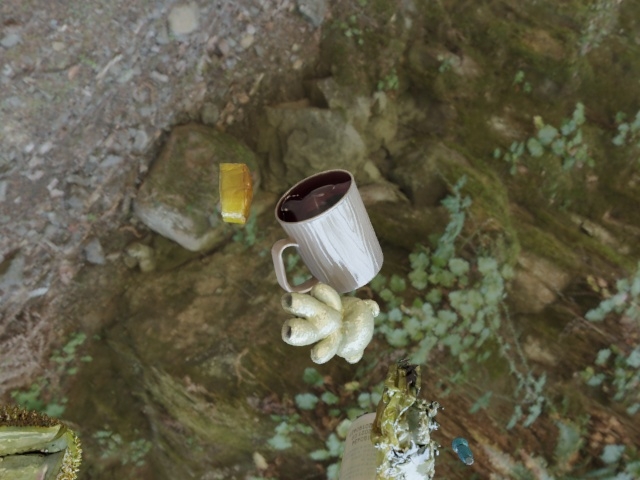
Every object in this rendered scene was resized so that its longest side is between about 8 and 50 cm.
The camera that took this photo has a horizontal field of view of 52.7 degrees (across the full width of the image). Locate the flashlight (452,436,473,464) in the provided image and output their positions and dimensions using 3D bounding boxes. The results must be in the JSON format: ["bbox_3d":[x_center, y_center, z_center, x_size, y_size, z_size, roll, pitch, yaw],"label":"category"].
[{"bbox_3d":[0.444,0.654,2.009,0.051,0.051,0.129,-55,-175,3],"label":"flashlight"}]

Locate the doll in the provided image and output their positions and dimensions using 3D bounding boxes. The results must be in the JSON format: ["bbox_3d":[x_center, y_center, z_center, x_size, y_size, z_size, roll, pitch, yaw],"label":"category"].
[{"bbox_3d":[0.006,0.199,1.591,0.278,0.149,0.175,18,96,-40],"label":"doll"}]

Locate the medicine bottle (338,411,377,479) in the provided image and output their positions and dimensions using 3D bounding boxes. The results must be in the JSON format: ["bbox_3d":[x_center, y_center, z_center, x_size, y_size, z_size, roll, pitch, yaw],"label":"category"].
[{"bbox_3d":[0.148,0.643,1.657,0.379,0.213,0.214,-72,-173,-55],"label":"medicine bottle"}]

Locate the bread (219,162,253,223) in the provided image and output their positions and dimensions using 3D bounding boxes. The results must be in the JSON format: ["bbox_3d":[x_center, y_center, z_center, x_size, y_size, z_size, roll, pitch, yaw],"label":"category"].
[{"bbox_3d":[-0.241,-0.136,1.834,0.245,0.094,0.102,-105,-162,-56],"label":"bread"}]

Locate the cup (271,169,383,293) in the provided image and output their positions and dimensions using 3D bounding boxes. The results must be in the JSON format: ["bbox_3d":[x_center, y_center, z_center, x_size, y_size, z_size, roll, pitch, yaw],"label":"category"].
[{"bbox_3d":[0.016,-0.001,1.677,0.288,0.208,0.273,-59,134,-39],"label":"cup"}]

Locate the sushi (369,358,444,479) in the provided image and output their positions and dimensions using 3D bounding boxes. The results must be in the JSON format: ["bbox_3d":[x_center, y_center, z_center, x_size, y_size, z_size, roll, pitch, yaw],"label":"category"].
[{"bbox_3d":[0.159,0.376,1.202,0.139,0.131,0.291,-57,150,-68],"label":"sushi"}]

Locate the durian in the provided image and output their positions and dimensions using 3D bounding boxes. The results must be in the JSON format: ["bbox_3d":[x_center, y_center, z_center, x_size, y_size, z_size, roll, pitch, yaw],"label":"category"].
[{"bbox_3d":[-0.482,0.347,0.976,0.138,0.237,0.194,97,12,-61],"label":"durian"}]
